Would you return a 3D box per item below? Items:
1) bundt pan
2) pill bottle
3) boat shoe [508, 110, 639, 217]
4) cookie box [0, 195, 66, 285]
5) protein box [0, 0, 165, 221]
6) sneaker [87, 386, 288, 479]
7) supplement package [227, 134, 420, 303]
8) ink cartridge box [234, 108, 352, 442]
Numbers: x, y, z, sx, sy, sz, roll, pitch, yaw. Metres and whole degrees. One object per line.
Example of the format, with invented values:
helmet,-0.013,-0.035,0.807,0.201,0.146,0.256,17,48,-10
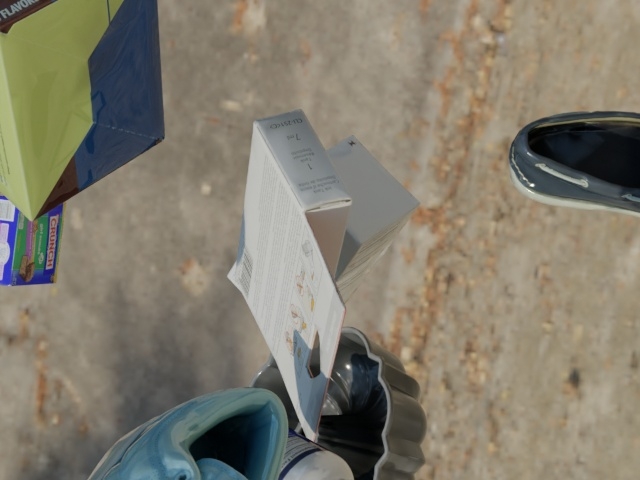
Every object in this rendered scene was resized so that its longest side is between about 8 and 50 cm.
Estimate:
bundt pan,0.023,0.284,1.733,0.331,0.124,0.331,-25,55,41
pill bottle,-0.031,0.254,1.258,0.186,0.112,0.112,23,107,40
boat shoe,0.289,-0.069,1.051,0.079,0.254,0.095,76,-157,-74
cookie box,-0.308,0.000,1.288,0.107,0.040,0.092,0,-83,-77
protein box,-0.235,-0.167,0.941,0.201,0.136,0.200,40,149,24
sneaker,-0.114,0.213,0.836,0.150,0.135,0.366,-37,17,28
supplement package,0.000,0.000,1.667,0.134,0.139,0.244,-34,-15,-41
ink cartridge box,-0.015,0.048,1.391,0.296,0.066,0.261,102,148,-53
